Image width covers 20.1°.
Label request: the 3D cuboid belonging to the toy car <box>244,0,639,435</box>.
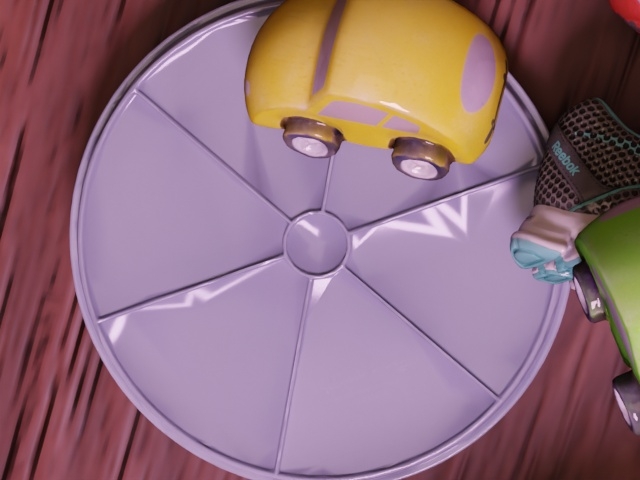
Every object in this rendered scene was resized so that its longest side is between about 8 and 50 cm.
[{"bbox_3d":[0.105,-0.032,0.628,0.239,0.053,0.225,-20,66,1],"label":"toy car"}]

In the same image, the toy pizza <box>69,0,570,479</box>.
[{"bbox_3d":[0.000,0.000,0.724,0.201,0.032,0.201,1,97,6],"label":"toy pizza"}]

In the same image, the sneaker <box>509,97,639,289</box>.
[{"bbox_3d":[0.157,-0.013,0.679,0.166,0.065,0.076,10,79,-9],"label":"sneaker"}]
